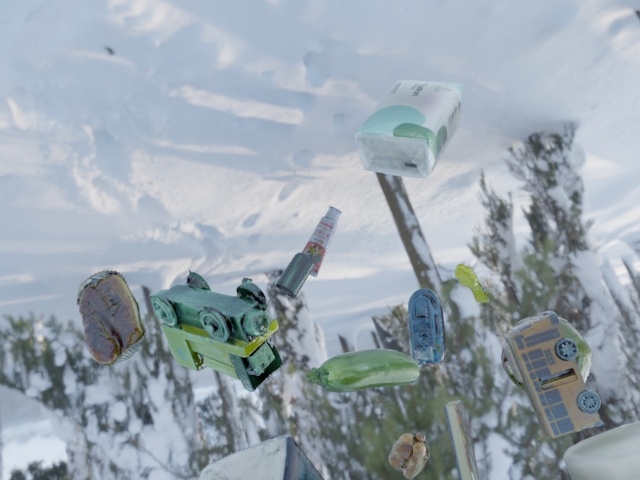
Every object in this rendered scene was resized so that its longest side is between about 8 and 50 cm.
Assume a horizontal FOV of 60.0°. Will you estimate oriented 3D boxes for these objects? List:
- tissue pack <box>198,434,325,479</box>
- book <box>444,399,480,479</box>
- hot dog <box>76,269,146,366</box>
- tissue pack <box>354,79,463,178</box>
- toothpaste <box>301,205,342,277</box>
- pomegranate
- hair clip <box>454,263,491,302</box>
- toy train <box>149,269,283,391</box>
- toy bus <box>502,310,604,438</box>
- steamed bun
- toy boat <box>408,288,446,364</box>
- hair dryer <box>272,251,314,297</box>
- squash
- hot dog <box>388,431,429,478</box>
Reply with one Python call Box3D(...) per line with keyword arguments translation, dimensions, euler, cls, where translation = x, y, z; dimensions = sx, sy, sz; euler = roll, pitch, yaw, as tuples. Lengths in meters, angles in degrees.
Box3D(translation=(-0.059, 0.615, 1.043), dimensions=(0.253, 0.416, 0.264), euler=(-26, -158, 14), cls="tissue pack")
Box3D(translation=(0.343, 0.576, 1.227), dimensions=(0.039, 0.427, 0.300), euler=(-14, 163, 12), cls="book")
Box3D(translation=(-0.569, 0.205, 1.494), dimensions=(0.163, 0.270, 0.081), euler=(-28, 154, -4), cls="hot dog")
Box3D(translation=(0.313, -0.390, 1.904), dimensions=(0.266, 0.356, 0.193), euler=(12, 139, 28), cls="tissue pack")
Box3D(translation=(0.000, 0.000, 1.826), dimensions=(0.234, 0.089, 0.057), euler=(-64, 161, -1), cls="toothpaste")
Box3D(translation=(0.538, 0.260, 1.316), dimensions=(0.198, 0.198, 0.246), euler=(-35, -174, 42), cls="pomegranate")
Box3D(translation=(0.514, 0.145, 1.890), dimensions=(0.072, 0.173, 0.046), euler=(-15, -145, 43), cls="hair clip")
Box3D(translation=(-0.257, 0.220, 1.379), dimensions=(0.397, 0.253, 0.160), euler=(5, -149, 41), cls="toy train")
Box3D(translation=(0.368, 0.213, 0.896), dimensions=(0.103, 0.181, 0.091), euler=(-21, 172, 9), cls="toy bus")
Box3D(translation=(0.583, 0.417, 1.000), dimensions=(0.242, 0.146, 0.164), euler=(-21, 170, 7), cls="steamed bun")
Box3D(translation=(0.396, 0.318, 2.118), dimensions=(0.134, 0.298, 0.092), euler=(-14, 152, 23), cls="toy boat")
Box3D(translation=(-0.084, 0.092, 1.364), dimensions=(0.100, 0.057, 0.198), euler=(-57, -167, -22), cls="hair dryer")
Box3D(translation=(0.128, 0.344, 1.478), dimensions=(0.395, 0.107, 0.107), euler=(6, 150, -40), cls="squash")
Box3D(translation=(0.274, 0.653, 1.699), dimensions=(0.072, 0.109, 0.269), euler=(-41, 155, -32), cls="hot dog")
